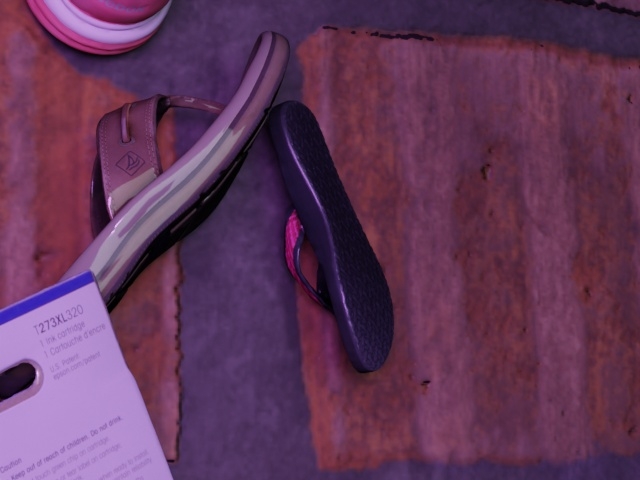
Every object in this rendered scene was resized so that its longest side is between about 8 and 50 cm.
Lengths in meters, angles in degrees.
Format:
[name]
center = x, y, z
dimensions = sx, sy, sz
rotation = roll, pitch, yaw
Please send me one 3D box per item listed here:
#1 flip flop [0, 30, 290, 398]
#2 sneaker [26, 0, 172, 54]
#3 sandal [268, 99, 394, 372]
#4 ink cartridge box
[flip flop]
center = -0.110, -0.030, 0.790
dimensions = 0.080, 0.112, 0.277
rotation = 40, 69, 2
[sneaker]
center = -0.087, -0.269, 0.826
dimensions = 0.116, 0.136, 0.314
rotation = 15, 72, -25
[sandal]
center = 0.000, 0.000, 0.865
dimensions = 0.067, 0.040, 0.179
rotation = 0, 68, -64
[ink cartridge box]
center = -0.129, 0.217, 0.685
dimensions = 0.176, 0.069, 0.371
rotation = -27, 104, -43
